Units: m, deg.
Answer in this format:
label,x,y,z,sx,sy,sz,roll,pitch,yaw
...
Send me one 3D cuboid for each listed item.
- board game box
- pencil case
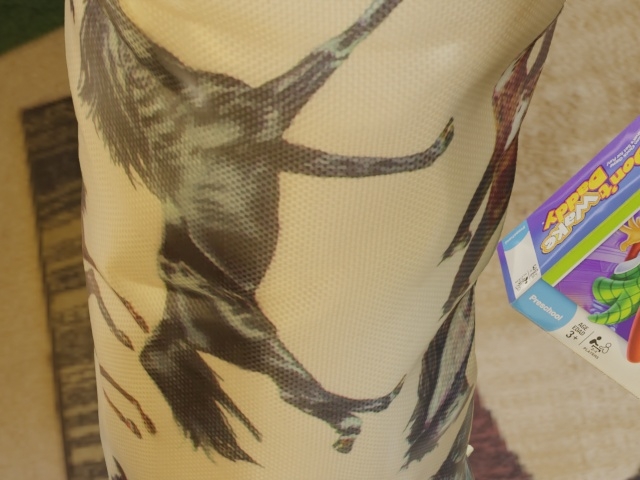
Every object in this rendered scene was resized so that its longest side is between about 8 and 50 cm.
label,x,y,z,sx,sy,sz,roll,pitch,yaw
board game box,0.332,0.041,1.029,0.233,0.347,0.078,-45,23,24
pencil case,0.000,0.000,0.533,0.160,0.183,0.410,23,137,19
